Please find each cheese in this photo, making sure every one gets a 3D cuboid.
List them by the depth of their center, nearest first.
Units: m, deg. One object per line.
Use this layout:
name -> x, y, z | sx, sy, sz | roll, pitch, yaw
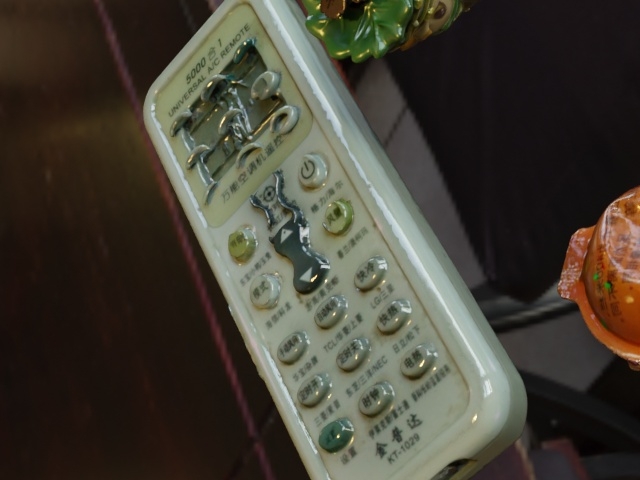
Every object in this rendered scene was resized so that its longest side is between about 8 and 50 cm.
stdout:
cheese -> 0.368, 0.022, 1.206 | 0.329, 0.129, 0.217 | -1, 58, 35

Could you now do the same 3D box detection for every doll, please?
doll -> 0.040, -0.141, 0.721 | 0.078, 0.113, 0.077 | -32, 89, 36

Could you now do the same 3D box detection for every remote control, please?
remote control -> 0.000, 0.000, 0.768 | 0.128, 0.065, 0.335 | -46, 53, 26
